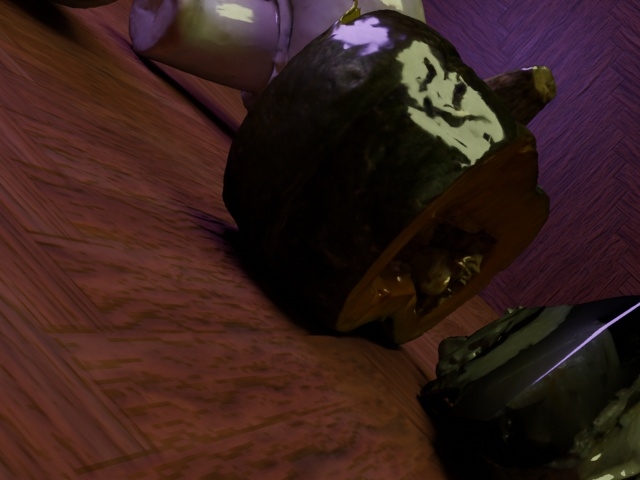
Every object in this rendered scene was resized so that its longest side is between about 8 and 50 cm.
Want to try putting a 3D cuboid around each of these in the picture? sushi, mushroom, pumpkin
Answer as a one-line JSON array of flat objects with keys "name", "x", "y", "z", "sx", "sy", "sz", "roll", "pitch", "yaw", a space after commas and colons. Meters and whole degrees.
[{"name": "sushi", "x": 0.142, "y": 0.118, "z": 0.713, "sx": 0.109, "sy": 0.134, "sz": 0.273, "roll": 59, "pitch": -12, "yaw": -1}, {"name": "mushroom", "x": -0.003, "y": -0.229, "z": 1.213, "sx": 0.315, "sy": 0.315, "sz": 0.356, "roll": 48, "pitch": -3, "yaw": 37}, {"name": "pumpkin", "x": 0.069, "y": -0.044, "z": 0.738, "sx": 0.139, "sy": 0.222, "sz": 0.317, "roll": 45, "pitch": 5, "yaw": 22}]

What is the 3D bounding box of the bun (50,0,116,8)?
[{"name": "bun", "x": -0.248, "y": -0.338, "z": 0.814, "sx": 0.359, "sy": 0.211, "sz": 0.360, "roll": 49, "pitch": -4, "yaw": 4}]
